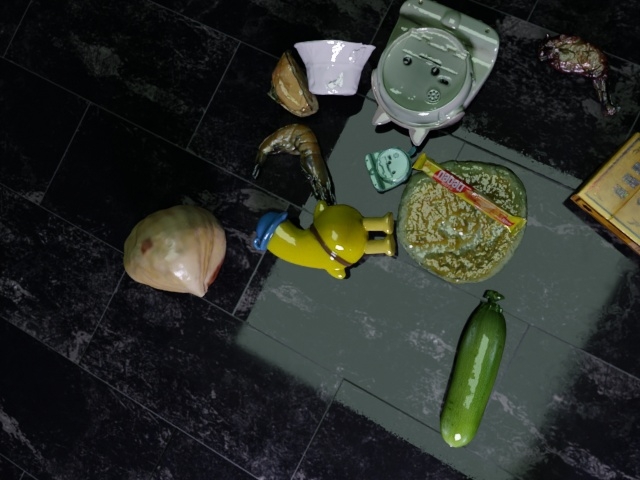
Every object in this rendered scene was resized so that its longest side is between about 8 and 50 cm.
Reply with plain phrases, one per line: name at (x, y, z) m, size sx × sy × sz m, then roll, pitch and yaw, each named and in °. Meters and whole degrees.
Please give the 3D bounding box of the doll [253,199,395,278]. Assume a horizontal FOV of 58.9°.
doll at (0.000, 0.000, 1.398) m, size 0.363 × 0.145 × 0.199 m, roll -3°, pitch 97°, yaw 19°

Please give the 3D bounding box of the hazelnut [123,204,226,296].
hazelnut at (-0.351, 0.033, 1.412) m, size 0.261 × 0.261 × 0.241 m, roll -19°, pitch 83°, yaw 9°

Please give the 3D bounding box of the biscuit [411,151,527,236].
biscuit at (0.345, -0.111, 1.325) m, size 0.292 × 0.026 × 0.048 m, roll 36°, pitch 114°, yaw 9°

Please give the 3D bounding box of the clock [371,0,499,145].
clock at (0.260, -0.404, 1.391) m, size 0.265 × 0.108 × 0.324 m, roll 28°, pitch 91°, yaw 12°

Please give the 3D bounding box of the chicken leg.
chicken leg at (0.631, -0.407, 1.349) m, size 0.106 × 0.051 × 0.253 m, roll -44°, pitch 80°, yaw 11°

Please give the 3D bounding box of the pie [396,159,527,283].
pie at (0.340, -0.046, 1.370) m, size 0.323 × 0.070 × 0.323 m, roll 0°, pitch 87°, yaw 10°

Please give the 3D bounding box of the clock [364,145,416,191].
clock at (0.184, -0.189, 1.423) m, size 0.135 × 0.041 × 0.101 m, roll -21°, pitch 82°, yaw 9°

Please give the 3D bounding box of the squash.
squash at (0.362, 0.301, 1.323) m, size 0.101 × 0.101 × 0.378 m, roll 17°, pitch 87°, yaw 12°

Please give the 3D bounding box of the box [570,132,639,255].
box at (0.756, -0.072, 1.280) m, size 0.301 × 0.084 × 0.193 m, roll 44°, pitch 94°, yaw 11°

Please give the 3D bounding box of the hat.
hat at (0.032, -0.430, 1.421) m, size 0.203 × 0.203 × 0.126 m, roll 6°, pitch 106°, yaw 12°

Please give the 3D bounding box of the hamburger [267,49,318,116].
hamburger at (-0.079, -0.395, 1.476) m, size 0.102 × 0.087 × 0.176 m, roll -26°, pitch 93°, yaw 30°

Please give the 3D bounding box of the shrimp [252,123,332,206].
shrimp at (-0.076, -0.169, 1.475) m, size 0.198 × 0.051 × 0.262 m, roll -25°, pitch 78°, yaw 15°
